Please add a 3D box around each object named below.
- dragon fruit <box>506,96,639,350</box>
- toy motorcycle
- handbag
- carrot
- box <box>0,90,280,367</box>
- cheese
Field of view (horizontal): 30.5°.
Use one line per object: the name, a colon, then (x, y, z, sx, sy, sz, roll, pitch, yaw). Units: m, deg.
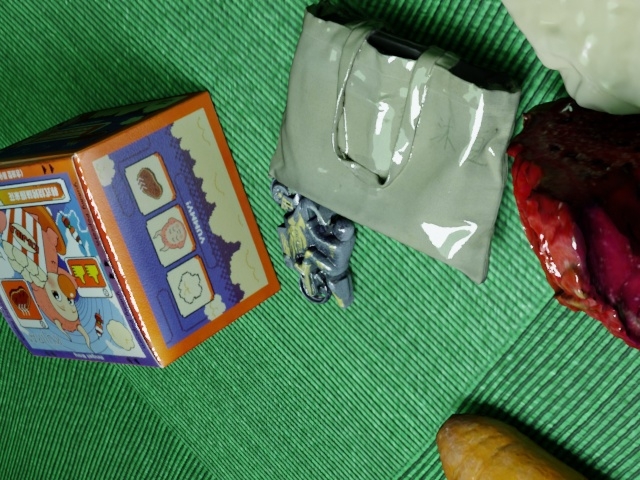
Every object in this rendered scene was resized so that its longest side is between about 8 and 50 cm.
dragon fruit: (0.277, -0.044, 1.063, 0.302, 0.330, 0.240, 37, 115, 26)
toy motorcycle: (0.000, 0.000, 1.535, 0.124, 0.061, 0.194, 1, 114, 43)
handbag: (0.079, -0.120, 1.335, 0.315, 0.109, 0.253, 30, 129, 31)
carrot: (0.234, 0.295, 1.439, 0.225, 0.159, 0.159, 49, 142, 28)
box: (-0.299, -0.011, 1.686, 0.348, 0.257, 0.319, 0, 116, 46)
cheese: (0.296, -0.258, 1.002, 0.318, 0.115, 0.326, 51, 134, 15)
